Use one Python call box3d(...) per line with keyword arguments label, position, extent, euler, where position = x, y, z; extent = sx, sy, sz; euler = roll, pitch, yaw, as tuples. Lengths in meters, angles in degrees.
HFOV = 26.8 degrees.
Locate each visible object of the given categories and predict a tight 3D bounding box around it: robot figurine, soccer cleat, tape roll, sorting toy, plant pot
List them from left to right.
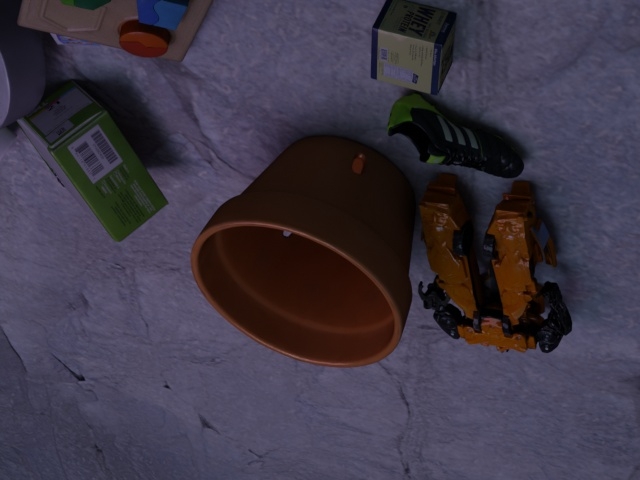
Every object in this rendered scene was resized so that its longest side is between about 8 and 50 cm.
box3d(label="tape roll", position=(-0.470, -0.250, 1.787), extent=(0.219, 0.072, 0.219), euler=(19, 128, 26))
box3d(label="sorting toy", position=(-0.292, -0.283, 1.588), extent=(0.307, 0.041, 0.229), euler=(11, 162, -16))
box3d(label="plant pot", position=(0.000, 0.000, 1.768), extent=(0.290, 0.203, 0.291), euler=(16, 145, 12))
box3d(label="soccer cleat", position=(0.162, -0.113, 1.632), extent=(0.178, 0.072, 0.060), euler=(28, 146, -3))
box3d(label="robot figurine", position=(0.230, 0.043, 1.784), extent=(0.211, 0.085, 0.291), euler=(8, 141, 24))

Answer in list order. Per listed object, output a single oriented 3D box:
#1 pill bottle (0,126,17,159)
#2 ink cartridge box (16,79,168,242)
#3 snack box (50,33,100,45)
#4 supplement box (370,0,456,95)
box3d(label="pill bottle", position=(-0.561, -0.181, 1.953), extent=(0.221, 0.124, 0.124), euler=(36, 144, -15))
box3d(label="ink cartridge box", position=(-0.348, -0.137, 1.918), extent=(0.255, 0.097, 0.189), euler=(40, 165, 48))
box3d(label="snack box", position=(-0.325, -0.292, 1.684), extent=(0.064, 0.022, 0.178), euler=(3, 163, 8))
box3d(label="supplement box", position=(0.106, -0.222, 1.538), extent=(0.083, 0.056, 0.083), euler=(16, 144, 13))
